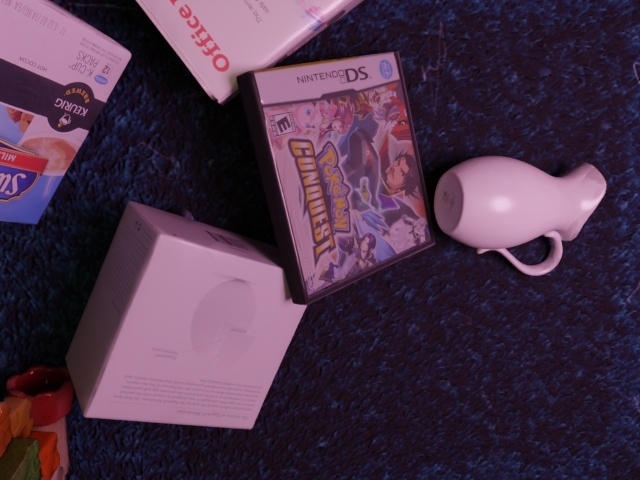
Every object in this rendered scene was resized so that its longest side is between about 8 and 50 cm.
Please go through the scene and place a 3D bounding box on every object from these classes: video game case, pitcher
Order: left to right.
[{"bbox_3d":[0.036,-0.089,0.737,0.248,0.035,0.275,-21,103,-38],"label":"video game case"},{"bbox_3d":[0.264,-0.028,0.806,0.207,0.125,0.177,0,116,-17],"label":"pitcher"}]

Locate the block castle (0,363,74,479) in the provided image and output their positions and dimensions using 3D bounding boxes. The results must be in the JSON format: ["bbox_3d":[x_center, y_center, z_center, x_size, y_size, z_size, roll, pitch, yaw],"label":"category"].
[{"bbox_3d":[-0.469,0.286,0.618,0.303,0.453,0.212,2,108,-5],"label":"block castle"}]

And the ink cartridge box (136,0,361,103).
[{"bbox_3d":[-0.071,-0.345,0.703,0.306,0.131,0.226,-36,102,3],"label":"ink cartridge box"}]

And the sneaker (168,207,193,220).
[{"bbox_3d":[-0.226,0.053,0.800,0.082,0.069,0.209,33,90,-36],"label":"sneaker"}]

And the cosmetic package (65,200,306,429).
[{"bbox_3d":[-0.161,0.100,0.730,0.224,0.138,0.224,19,98,-37],"label":"cosmetic package"}]

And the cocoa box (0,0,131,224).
[{"bbox_3d":[-0.425,-0.203,0.582,0.347,0.231,0.228,34,97,18],"label":"cocoa box"}]
